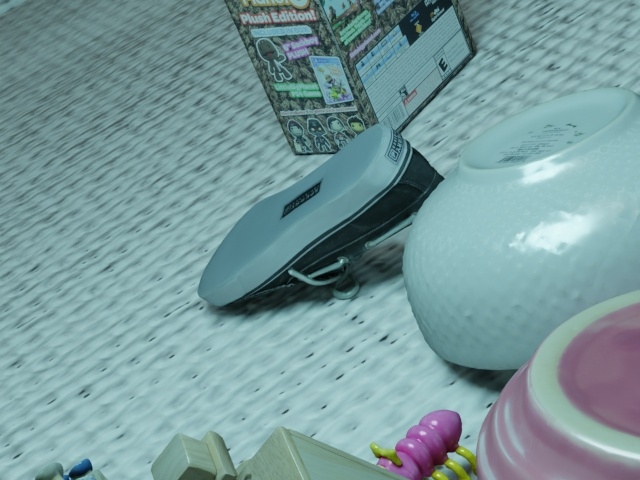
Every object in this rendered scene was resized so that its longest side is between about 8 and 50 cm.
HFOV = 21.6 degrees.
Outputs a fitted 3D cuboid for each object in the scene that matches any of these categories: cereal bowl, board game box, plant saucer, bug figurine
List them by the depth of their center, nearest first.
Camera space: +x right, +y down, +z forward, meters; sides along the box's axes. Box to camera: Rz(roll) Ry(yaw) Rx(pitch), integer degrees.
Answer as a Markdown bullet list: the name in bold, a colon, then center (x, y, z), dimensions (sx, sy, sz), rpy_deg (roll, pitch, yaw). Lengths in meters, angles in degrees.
- **plant saucer**: center (0.268, 0.116, 1.127), dimensions (0.332, 0.084, 0.332), rpy_deg (-8, 25, 4)
- **bug figurine**: center (0.081, 0.204, 1.214), dimensions (0.279, 0.072, 0.216), rpy_deg (5, 37, 46)
- **cereal bowl**: center (0.218, -0.035, 1.431), dimensions (0.339, 0.141, 0.339), rpy_deg (-21, 17, 7)
- **board game box**: center (0.026, -0.282, 1.949), dimensions (0.141, 0.291, 0.232), rpy_deg (0, 34, 41)

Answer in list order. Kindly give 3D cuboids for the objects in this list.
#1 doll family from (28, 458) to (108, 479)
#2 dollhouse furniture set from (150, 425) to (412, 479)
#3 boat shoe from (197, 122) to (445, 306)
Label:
- **doll family**: center (-0.204, 0.273, 1.240), dimensions (0.263, 0.163, 0.118), rpy_deg (-36, -15, -22)
- **dollhouse furniture set**: center (-0.045, 0.311, 1.048), dimensions (0.355, 0.174, 0.303), rpy_deg (-52, 34, 17)
- **boat shoe**: center (0.001, -0.003, 1.647), dimensions (0.306, 0.105, 0.113), rpy_deg (-37, 27, 35)
